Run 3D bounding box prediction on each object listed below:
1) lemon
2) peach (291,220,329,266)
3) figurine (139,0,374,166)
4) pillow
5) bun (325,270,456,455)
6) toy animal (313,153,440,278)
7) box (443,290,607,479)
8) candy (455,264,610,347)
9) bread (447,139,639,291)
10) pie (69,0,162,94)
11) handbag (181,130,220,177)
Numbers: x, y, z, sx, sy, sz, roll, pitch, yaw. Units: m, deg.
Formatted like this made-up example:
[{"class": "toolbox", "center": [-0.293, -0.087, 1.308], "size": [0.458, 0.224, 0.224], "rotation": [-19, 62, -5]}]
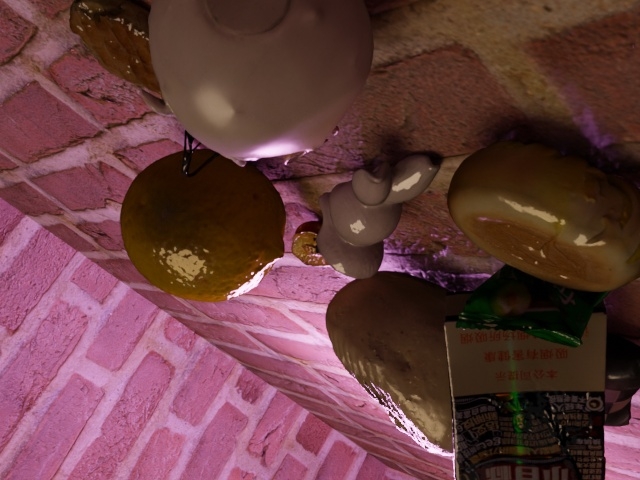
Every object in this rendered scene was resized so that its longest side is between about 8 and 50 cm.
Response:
[{"class": "lemon", "center": [-0.184, -0.024, 1.223], "size": [0.267, 0.267, 0.267], "rotation": [27, 161, 10]}, {"class": "peach", "center": [-0.001, 0.000, 1.290], "size": [0.098, 0.061, 0.098], "rotation": [9, 143, 7]}, {"class": "figurine", "center": [-0.079, -0.193, 0.810], "size": [0.274, 0.227, 0.394], "rotation": [61, 174, 6]}, {"class": "pillow", "center": [0.386, 0.194, 1.132], "size": [0.186, 0.106, 0.250], "rotation": [18, 153, 18]}, {"class": "bun", "center": [0.161, 0.181, 1.266], "size": [0.326, 0.234, 0.362], "rotation": [45, 174, -19]}, {"class": "toy animal", "center": [0.069, -0.061, 1.001], "size": [0.104, 0.130, 0.220], "rotation": [8, 141, -17]}, {"class": "box", "center": [0.271, 0.214, 1.023], "size": [0.198, 0.084, 0.310], "rotation": [-4, 113, 10]}, {"class": "candy", "center": [0.257, 0.065, 0.898], "size": [0.141, 0.203, 0.078], "rotation": [27, 127, 24]}, {"class": "bread", "center": [0.238, -0.027, 0.794], "size": [0.213, 0.104, 0.213], "rotation": [24, 162, 8]}, {"class": "pie", "center": [-0.250, -0.259, 1.030], "size": [0.195, 0.046, 0.195], "rotation": [27, 163, 9]}, {"class": "handbag", "center": [-0.150, -0.144, 1.027], "size": [0.072, 0.139, 0.115], "rotation": [22, 160, -1]}]
